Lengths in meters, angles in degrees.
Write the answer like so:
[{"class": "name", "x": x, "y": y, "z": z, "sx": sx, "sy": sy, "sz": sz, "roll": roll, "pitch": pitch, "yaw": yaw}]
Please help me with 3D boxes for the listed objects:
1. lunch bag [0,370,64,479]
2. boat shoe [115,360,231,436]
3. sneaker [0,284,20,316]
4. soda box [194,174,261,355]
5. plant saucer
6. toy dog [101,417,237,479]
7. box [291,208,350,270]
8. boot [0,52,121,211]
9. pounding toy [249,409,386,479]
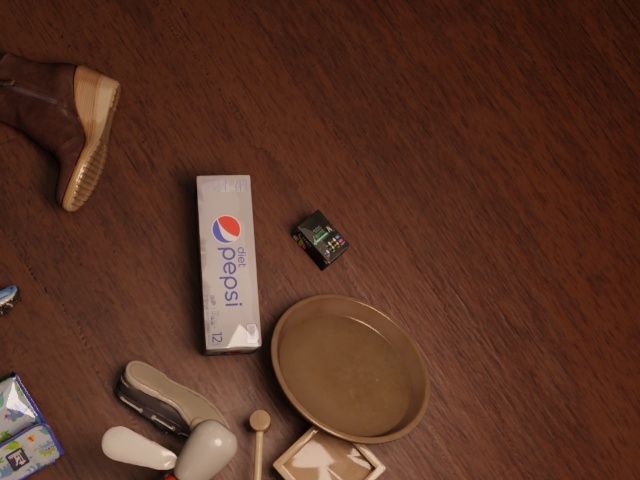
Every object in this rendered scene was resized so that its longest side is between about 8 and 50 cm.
[{"class": "lunch bag", "x": -0.480, "y": 0.295, "z": 1.471, "sx": 0.129, "sy": 0.096, "sz": 0.151, "roll": -30, "pitch": 98, "yaw": -19}, {"class": "boat shoe", "x": -0.235, "y": 0.272, "z": 1.549, "sx": 0.206, "sy": 0.075, "sz": 0.065, "roll": 36, "pitch": 116, "yaw": -6}, {"class": "sneaker", "x": -0.552, "y": 0.094, "z": 1.517, "sx": 0.162, "sy": 0.063, "sz": 0.073, "roll": -16, "pitch": 77, "yaw": -15}, {"class": "soda box", "x": -0.154, "y": 0.041, "z": 1.588, "sx": 0.091, "sy": 0.098, "sz": 0.286, "roll": -2, "pitch": 77, "yaw": -10}, {"class": "plant saucer", "x": 0.045, "y": 0.208, "z": 1.562, "sx": 0.278, "sy": 0.041, "sz": 0.278, "roll": 15, "pitch": 46, "yaw": -16}, {"class": "toy dog", "x": -0.281, "y": 0.375, "z": 1.449, "sx": 0.333, "sy": 0.220, "sz": 0.161, "roll": -27, "pitch": 44, "yaw": -15}, {"class": "box", "x": 0.000, "y": 0.000, "z": 1.646, "sx": 0.052, "sy": 0.062, "sz": 0.083, "roll": -41, "pitch": 87, "yaw": -18}, {"class": "boot", "x": -0.457, "y": -0.181, "z": 1.605, "sx": 0.207, "sy": 0.090, "sz": 0.248, "roll": 12, "pitch": 76, "yaw": 4}, {"class": "pounding toy", "x": -0.034, "y": 0.352, "z": 1.546, "sx": 0.181, "sy": 0.094, "sz": 0.206, "roll": -42, "pitch": 78, "yaw": -12}]
